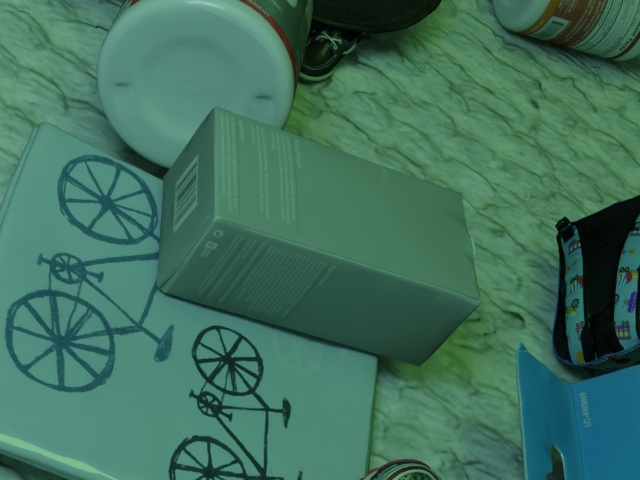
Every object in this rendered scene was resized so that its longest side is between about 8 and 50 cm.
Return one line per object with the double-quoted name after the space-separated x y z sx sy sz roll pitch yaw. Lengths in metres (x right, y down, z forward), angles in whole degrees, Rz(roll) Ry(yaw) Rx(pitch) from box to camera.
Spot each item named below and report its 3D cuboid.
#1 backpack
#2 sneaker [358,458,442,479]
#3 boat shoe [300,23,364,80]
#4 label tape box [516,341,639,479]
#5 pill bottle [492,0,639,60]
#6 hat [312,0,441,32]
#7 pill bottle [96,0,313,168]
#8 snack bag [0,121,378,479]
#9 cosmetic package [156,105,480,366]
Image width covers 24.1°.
0.289 0.049 1.351 0.117 0.158 0.173 35 50 -27 "backpack"
0.073 0.275 0.981 0.121 0.112 0.299 13 48 -18 "sneaker"
0.011 -0.197 1.495 0.046 0.038 0.125 41 40 8 "boat shoe"
0.313 0.225 1.158 0.348 0.115 0.249 33 36 -26 "label tape box"
0.316 -0.275 1.718 0.216 0.121 0.121 12 44 -25 "pill bottle"
-0.005 -0.361 1.546 0.331 0.134 0.331 15 36 -11 "hat"
-0.090 -0.191 1.305 0.161 0.161 0.283 25 30 -10 "pill bottle"
-0.100 0.081 1.141 0.343 0.037 0.323 25 41 -16 "snack bag"
0.000 0.000 1.188 0.238 0.107 0.127 21 42 -24 "cosmetic package"
